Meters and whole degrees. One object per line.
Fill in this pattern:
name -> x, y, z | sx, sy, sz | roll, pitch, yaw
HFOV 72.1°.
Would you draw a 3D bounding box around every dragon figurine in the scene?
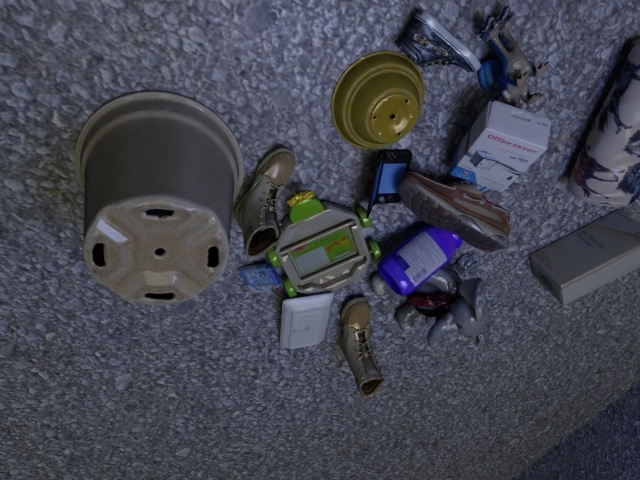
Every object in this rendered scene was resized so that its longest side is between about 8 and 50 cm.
dragon figurine -> 0.404, -0.357, 0.955 | 0.085, 0.144, 0.289 | -29, 149, 3

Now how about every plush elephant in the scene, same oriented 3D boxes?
plush elephant -> 0.356, 0.189, 1.246 | 0.330, 0.255, 0.272 | -27, 130, 3

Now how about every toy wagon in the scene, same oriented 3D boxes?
toy wagon -> 0.000, 0.000, 1.109 | 0.267, 0.068, 0.344 | -23, 129, 0

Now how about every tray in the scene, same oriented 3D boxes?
tray -> -0.042, 0.244, 1.267 | 0.145, 0.030, 0.270 | -6, 141, -13

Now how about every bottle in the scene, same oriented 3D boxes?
bottle -> 0.287, 0.023, 1.167 | 0.283, 0.092, 0.118 | -38, 87, -12

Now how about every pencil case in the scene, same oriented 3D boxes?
pencil case -> 0.779, -0.286, 1.082 | 0.184, 0.160, 0.410 | 5, 126, -1

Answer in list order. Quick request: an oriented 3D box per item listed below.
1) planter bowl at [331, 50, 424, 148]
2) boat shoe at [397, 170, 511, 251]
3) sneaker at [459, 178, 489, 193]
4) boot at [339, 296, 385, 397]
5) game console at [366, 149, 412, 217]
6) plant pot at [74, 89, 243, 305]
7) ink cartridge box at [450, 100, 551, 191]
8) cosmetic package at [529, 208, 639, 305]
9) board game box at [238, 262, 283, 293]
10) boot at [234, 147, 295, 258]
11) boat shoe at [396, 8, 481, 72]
planter bowl -> 0.138, -0.275, 0.929 | 0.217, 0.090, 0.217 | -9, 128, -12
boat shoe -> 0.334, -0.088, 1.086 | 0.324, 0.123, 0.116 | 29, 74, -17
sneaker -> 0.398, -0.155, 1.124 | 0.073, 0.063, 0.162 | 26, 114, -29
boot -> 0.126, 0.317, 1.301 | 0.095, 0.203, 0.262 | -5, 129, -15
game console -> 0.163, -0.133, 1.046 | 0.124, 0.085, 0.144 | -3, 126, -15
plant pot -> -0.291, -0.062, 0.812 | 0.334, 0.305, 0.333 | -9, 128, -12
ink cartridge box -> 0.397, -0.205, 0.989 | 0.140, 0.082, 0.190 | 19, 158, 1
cosmetic package -> 0.837, 0.051, 1.362 | 0.309, 0.160, 0.113 | -30, 129, 4
board game box -> -0.153, 0.099, 1.144 | 0.090, 0.020, 0.090 | -7, 132, 18
boot -> -0.110, -0.080, 0.947 | 0.077, 0.165, 0.213 | 23, 118, -32
boat shoe -> 0.241, -0.382, 0.903 | 0.183, 0.065, 0.083 | 27, 116, -25
